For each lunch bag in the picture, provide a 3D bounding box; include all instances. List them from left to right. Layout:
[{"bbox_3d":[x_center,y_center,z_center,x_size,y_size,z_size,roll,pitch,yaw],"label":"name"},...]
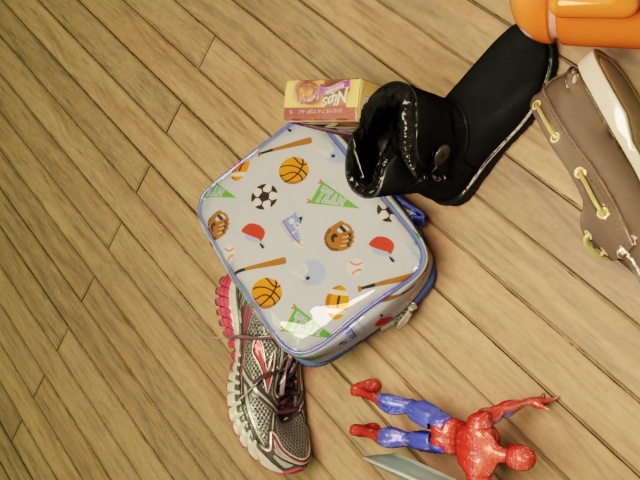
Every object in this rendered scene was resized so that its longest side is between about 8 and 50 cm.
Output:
[{"bbox_3d":[0.000,0.000,0.973,0.243,0.115,0.303,-37,66,0],"label":"lunch bag"}]

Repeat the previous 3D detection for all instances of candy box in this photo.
[{"bbox_3d":[0.056,-0.154,0.918,0.109,0.186,0.053,8,94,37],"label":"candy box"}]

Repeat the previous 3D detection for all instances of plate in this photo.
[{"bbox_3d":[0.136,0.279,0.857,0.188,0.188,0.024,16,72,37],"label":"plate"}]

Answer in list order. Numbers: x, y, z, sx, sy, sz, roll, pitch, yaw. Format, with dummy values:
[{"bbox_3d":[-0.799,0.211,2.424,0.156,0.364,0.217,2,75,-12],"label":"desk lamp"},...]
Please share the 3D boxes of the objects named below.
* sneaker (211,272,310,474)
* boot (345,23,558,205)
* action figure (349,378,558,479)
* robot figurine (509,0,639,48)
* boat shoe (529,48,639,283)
[{"bbox_3d":[-0.066,0.171,1.043,0.112,0.120,0.299,-22,74,31],"label":"sneaker"},{"bbox_3d":[0.147,-0.146,0.836,0.094,0.207,0.247,42,112,31],"label":"boot"},{"bbox_3d":[0.166,0.221,0.894,0.280,0.139,0.092,2,93,60],"label":"action figure"},{"bbox_3d":[0.289,-0.260,0.761,0.219,0.128,0.158,10,71,25],"label":"robot figurine"},{"bbox_3d":[0.312,-0.038,0.768,0.096,0.116,0.325,-33,65,37],"label":"boat shoe"}]
